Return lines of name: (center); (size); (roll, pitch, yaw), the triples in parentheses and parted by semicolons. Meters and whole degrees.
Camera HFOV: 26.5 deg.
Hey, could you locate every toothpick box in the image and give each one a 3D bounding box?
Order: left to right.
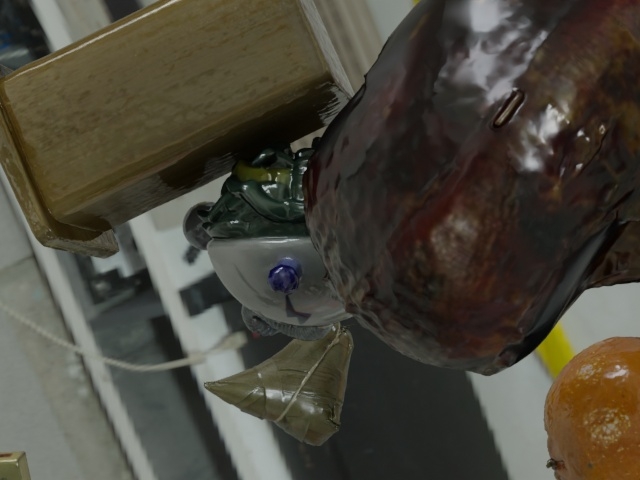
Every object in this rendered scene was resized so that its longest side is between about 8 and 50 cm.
toothpick box: (-0.139, -0.133, 1.284); (0.190, 0.308, 0.187); (66, 8, 10)

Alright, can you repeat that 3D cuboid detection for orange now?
orange: (0.295, 0.190, 1.306); (0.193, 0.161, 0.193); (-20, 90, -80)

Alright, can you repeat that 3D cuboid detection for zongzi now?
zongzi: (-0.048, 0.139, 1.676); (0.178, 0.081, 0.189); (25, 52, -18)

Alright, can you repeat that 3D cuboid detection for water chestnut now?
water chestnut: (0.161, -0.044, 1.026); (0.302, 0.350, 0.350); (35, 46, 5)

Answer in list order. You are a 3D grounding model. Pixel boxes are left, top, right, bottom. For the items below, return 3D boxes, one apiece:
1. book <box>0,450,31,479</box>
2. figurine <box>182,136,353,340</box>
book: (-0.381, 0.283, 1.311); (0.026, 0.231, 0.161); (-73, 158, -69)
figurine: (0.003, -0.002, 1.356); (0.382, 0.261, 0.186); (37, 36, -78)
